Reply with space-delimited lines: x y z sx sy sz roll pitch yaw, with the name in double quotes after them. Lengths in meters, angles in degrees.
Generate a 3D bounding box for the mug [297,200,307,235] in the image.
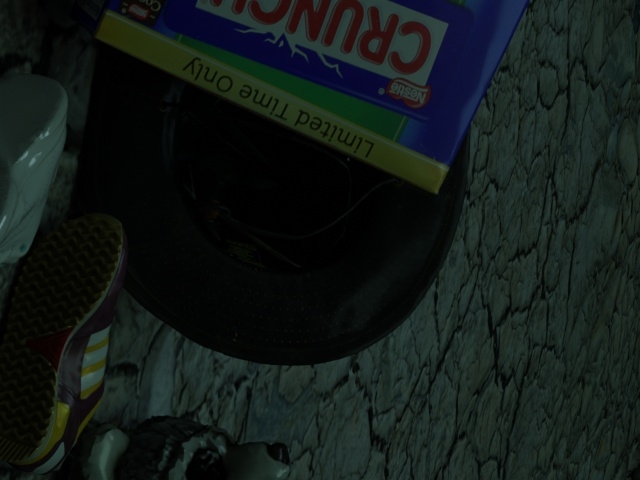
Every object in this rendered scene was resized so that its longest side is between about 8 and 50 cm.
-0.042 -0.007 1.299 0.158 0.097 0.129 68 38 -51 "mug"

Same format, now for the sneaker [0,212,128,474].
-0.179 0.072 1.063 0.084 0.069 0.185 59 50 -69 "sneaker"

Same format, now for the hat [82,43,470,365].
-0.040 -0.066 1.186 0.134 0.331 0.331 158 -54 -73 "hat"

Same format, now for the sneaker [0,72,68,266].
-0.212 -0.008 0.943 0.094 0.080 0.212 93 19 -44 "sneaker"

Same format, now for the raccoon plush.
-0.164 0.337 1.139 0.446 0.299 0.216 -42 164 -8 "raccoon plush"

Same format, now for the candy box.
0.018 -0.231 1.033 0.317 0.268 0.122 -64 -160 8 "candy box"
